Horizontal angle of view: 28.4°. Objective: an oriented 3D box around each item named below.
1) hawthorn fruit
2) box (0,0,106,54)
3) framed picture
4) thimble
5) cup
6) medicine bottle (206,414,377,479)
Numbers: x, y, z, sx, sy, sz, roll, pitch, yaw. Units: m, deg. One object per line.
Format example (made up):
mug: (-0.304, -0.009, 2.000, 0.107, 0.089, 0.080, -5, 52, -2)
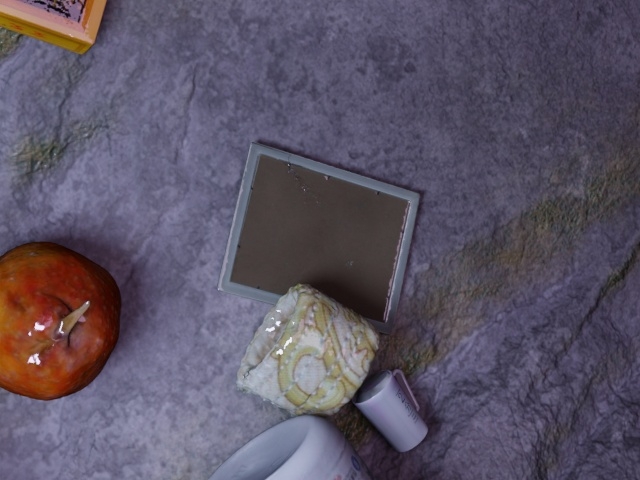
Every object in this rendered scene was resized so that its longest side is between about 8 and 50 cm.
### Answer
hawthorn fruit: (-0.351, 0.102, 1.630, 0.211, 0.262, 0.210, 2, 84, -20)
box: (-0.369, -0.418, 1.763, 0.174, 0.076, 0.274, 17, 79, -20)
framed picture: (0.000, 0.000, 1.920, 0.296, 0.019, 0.232, 17, 80, -22)
thimble: (-0.020, 0.170, 1.835, 0.143, 0.137, 0.190, 33, 95, -18)
cup: (0.112, 0.250, 1.928, 0.116, 0.074, 0.104, 52, 41, -15)
medicine bottle: (-0.006, 0.425, 1.762, 0.245, 0.245, 0.306, -39, 102, -21)
